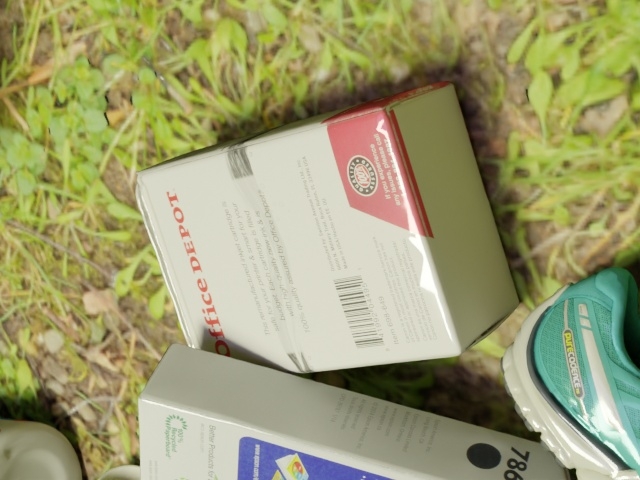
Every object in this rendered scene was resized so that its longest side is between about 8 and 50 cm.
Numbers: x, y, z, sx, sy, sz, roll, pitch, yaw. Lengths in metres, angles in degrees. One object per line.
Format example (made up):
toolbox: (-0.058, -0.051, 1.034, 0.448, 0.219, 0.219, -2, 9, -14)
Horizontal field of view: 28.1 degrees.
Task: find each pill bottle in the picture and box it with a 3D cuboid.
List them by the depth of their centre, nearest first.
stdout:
pill bottle: (-0.332, 0.216, 1.153, 0.221, 0.124, 0.124, 0, 108, 38)

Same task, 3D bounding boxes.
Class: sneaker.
sneaker: (0.223, 0.133, 0.722, 0.275, 0.107, 0.110, 46, 116, 11)

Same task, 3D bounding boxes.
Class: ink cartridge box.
ink cartridge box: (0.000, 0.000, 0.837, 0.218, 0.092, 0.159, -11, 101, 37)
ink cartridge box: (0.043, 0.184, 0.842, 0.332, 0.065, 0.165, 16, 130, 11)

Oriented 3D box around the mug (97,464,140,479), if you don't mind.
mug: (-0.159, 0.238, 1.075, 0.078, 0.062, 0.064, 43, 136, 24)
